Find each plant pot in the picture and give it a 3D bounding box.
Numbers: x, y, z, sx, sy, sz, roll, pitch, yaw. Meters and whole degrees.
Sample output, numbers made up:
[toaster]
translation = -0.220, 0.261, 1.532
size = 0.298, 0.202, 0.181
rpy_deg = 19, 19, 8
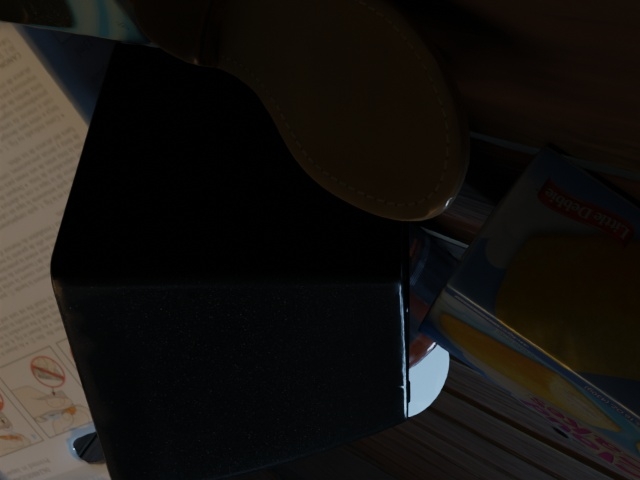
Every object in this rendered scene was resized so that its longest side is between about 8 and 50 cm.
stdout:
[plant pot]
translation = -0.033, 0.016, 0.707
size = 0.167, 0.188, 0.187
rpy_deg = 0, 134, 6

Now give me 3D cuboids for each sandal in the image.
[sandal]
translation = 0.008, -0.087, 0.617
size = 0.079, 0.088, 0.240
rpy_deg = 1, -153, -46

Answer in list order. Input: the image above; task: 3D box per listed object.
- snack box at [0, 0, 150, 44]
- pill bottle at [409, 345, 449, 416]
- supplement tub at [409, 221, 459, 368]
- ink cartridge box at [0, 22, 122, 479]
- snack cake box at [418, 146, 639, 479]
[snack box]
translation = -0.216, -0.215, 0.616
size = 0.187, 0.060, 0.322
rpy_deg = 13, 160, 26
[pill bottle]
translation = 0.025, 0.090, 1.170
size = 0.186, 0.112, 0.112
rpy_deg = 24, 164, 50
[supplement tub]
translation = 0.000, 0.000, 0.875
size = 0.198, 0.106, 0.106
rpy_deg = 40, 169, -17
[ink cartridge box]
translation = -0.212, 0.012, 0.959
size = 0.308, 0.091, 0.385
rpy_deg = -23, 112, 32
[snack cake box]
translation = 0.187, 0.076, 0.657
size = 0.264, 0.089, 0.152
rpy_deg = 35, 168, 7
